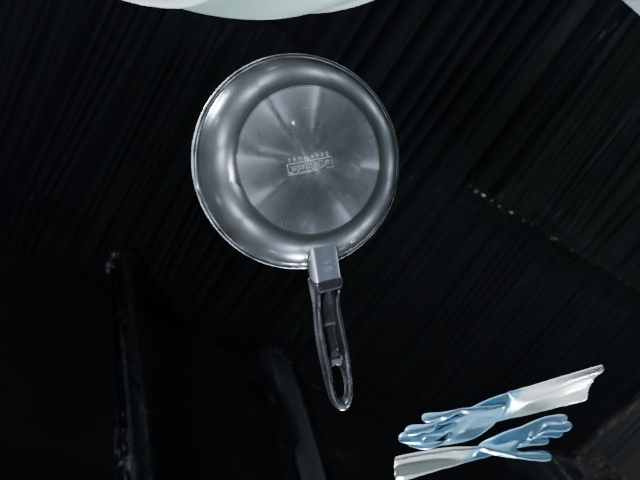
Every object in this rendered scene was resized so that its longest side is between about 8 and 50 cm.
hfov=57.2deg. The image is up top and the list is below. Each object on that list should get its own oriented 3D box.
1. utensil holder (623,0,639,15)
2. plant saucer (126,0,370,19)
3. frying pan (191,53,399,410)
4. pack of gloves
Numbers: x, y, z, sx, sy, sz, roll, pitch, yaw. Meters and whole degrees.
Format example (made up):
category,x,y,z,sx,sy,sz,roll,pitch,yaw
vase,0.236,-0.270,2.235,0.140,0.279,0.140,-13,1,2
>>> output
category,x,y,z,sx,sy,sz,roll,pitch,yaw
utensil holder,0.338,-0.279,0.295,0.327,0.385,0.327,31,-151,-20
plant saucer,-0.117,-0.221,0.276,0.400,0.100,0.400,23,168,5
frying pan,-0.028,-0.008,0.530,0.197,0.326,0.053,11,180,-17
pack of gloves,0.203,0.234,0.679,0.195,0.232,0.046,82,173,-52
